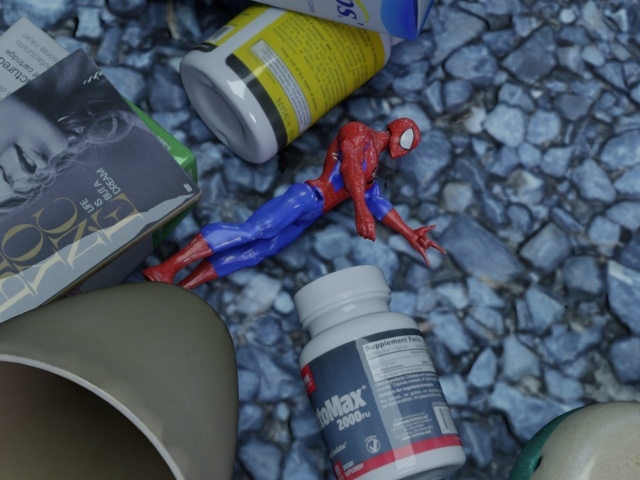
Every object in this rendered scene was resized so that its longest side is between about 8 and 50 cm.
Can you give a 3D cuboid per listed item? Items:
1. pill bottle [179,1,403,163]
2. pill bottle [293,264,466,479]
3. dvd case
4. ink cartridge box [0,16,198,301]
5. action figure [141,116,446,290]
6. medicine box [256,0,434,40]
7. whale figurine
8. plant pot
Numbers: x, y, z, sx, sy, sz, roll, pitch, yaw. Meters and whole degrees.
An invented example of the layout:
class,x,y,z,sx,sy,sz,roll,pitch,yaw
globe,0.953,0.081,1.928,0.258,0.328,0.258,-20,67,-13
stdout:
class,x,y,z,sx,sy,sz,roll,pitch,yaw
pill bottle,-0.013,-0.174,1.316,0.208,0.119,0.119,-40,78,-17
pill bottle,0.042,0.118,1.220,0.108,0.108,0.180,-16,71,-11
dvd case,-0.231,-0.035,1.172,0.221,0.018,0.164,-37,78,-16
ink cartridge box,-0.268,-0.015,1.234,0.201,0.117,0.278,39,72,9
action figure,0.000,0.000,1.269,0.280,0.091,0.139,-39,70,-16
medicine box,-0.007,-0.344,1.256,0.289,0.149,0.263,17,65,17
whale figurine,0.266,0.246,1.200,0.272,0.141,0.216,32,68,-19
plant pot,-0.163,0.140,1.099,0.256,0.256,0.274,26,27,4
